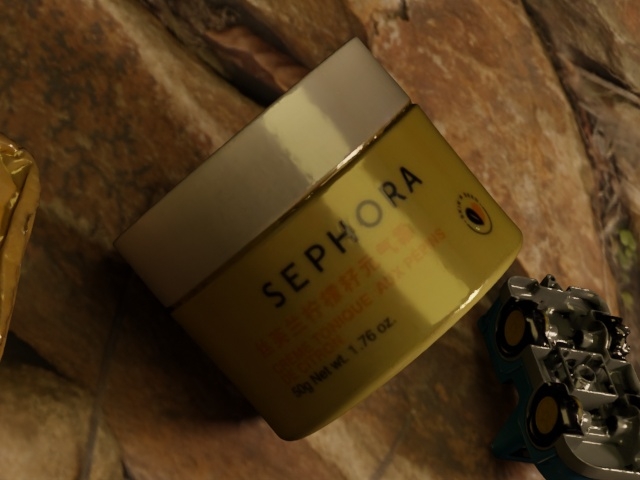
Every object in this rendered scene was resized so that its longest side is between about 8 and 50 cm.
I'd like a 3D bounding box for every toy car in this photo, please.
[{"bbox_3d":[0.180,0.119,1.428,0.097,0.100,0.191,11,42,-28],"label":"toy car"}]

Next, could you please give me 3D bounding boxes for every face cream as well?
[{"bbox_3d":[0.000,0.000,1.286,0.179,0.218,0.218,49,51,-3],"label":"face cream"}]

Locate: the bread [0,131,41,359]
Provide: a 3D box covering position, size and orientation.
[{"bbox_3d":[-0.269,0.042,1.156,0.152,0.119,0.288,26,56,-23],"label":"bread"}]
